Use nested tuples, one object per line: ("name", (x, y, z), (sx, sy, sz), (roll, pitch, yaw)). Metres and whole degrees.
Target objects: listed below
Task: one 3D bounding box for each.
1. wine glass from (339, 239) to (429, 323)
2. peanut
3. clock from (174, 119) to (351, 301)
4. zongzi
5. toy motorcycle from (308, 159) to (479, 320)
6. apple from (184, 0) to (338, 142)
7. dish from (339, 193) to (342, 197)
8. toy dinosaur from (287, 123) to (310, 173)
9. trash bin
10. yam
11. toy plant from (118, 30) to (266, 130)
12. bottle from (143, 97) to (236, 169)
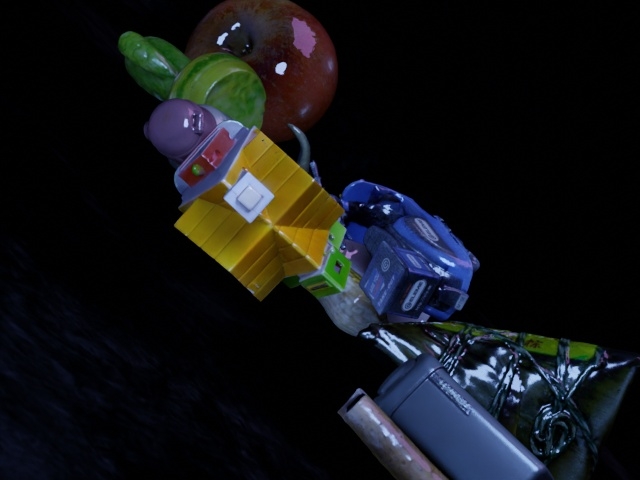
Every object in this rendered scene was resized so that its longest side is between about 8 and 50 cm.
("wine glass", (0.122, 0.060, 1.678), (0.165, 0.165, 0.196), (52, -8, 44))
("peanut", (0.027, 0.076, 1.487), (0.206, 0.087, 0.087), (46, 8, 21))
("clock", (-0.077, -0.031, 1.237), (0.235, 0.166, 0.309), (43, 0, -14))
("zongzi", (0.261, 0.233, 1.419), (0.383, 0.319, 0.362), (28, 5, 16))
("toy motorcycle", (0.104, -0.005, 1.466), (0.213, 0.125, 0.358), (15, 23, -32))
("apple", (-0.134, -0.387, 2.143), (0.348, 0.348, 0.277), (48, 0, 23))
("dish", (0.098, -0.020, 2.388), (0.207, 0.080, 0.149), (46, 11, 1))
("toy dinosaur", (-0.052, -0.079, 1.489), (0.075, 0.247, 0.188), (0, 21, -10))
("trash bin", (0.173, 0.246, 1.146), (0.236, 0.101, 0.176), (42, -8, 35))
("yam", (0.120, 0.276, 1.058), (0.264, 0.046, 0.046), (47, 8, 11))
("toy plant", (-0.262, -0.290, 1.753), (0.316, 0.184, 0.224), (30, -8, 39))
("bottle", (-0.181, -0.152, 1.489), (0.120, 0.120, 0.253), (48, 9, 25))
